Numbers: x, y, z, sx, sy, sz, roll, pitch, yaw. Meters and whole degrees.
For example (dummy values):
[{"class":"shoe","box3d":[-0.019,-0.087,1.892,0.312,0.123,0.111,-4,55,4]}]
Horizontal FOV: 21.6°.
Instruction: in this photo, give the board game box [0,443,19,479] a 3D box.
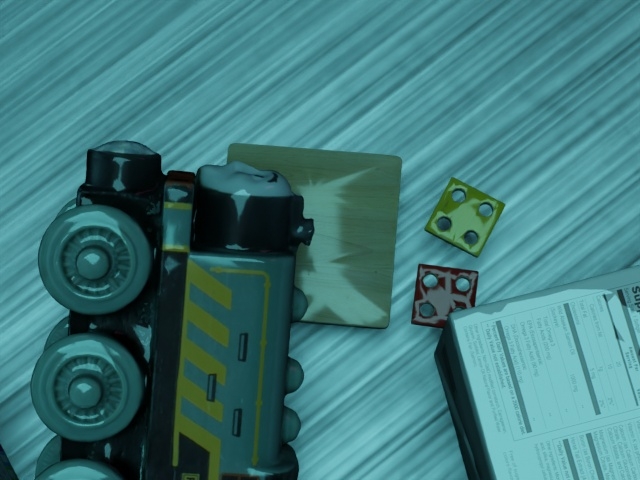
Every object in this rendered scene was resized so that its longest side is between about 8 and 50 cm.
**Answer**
[{"class":"board game box","box3d":[-0.245,0.166,1.218,0.026,0.103,0.154,-29,81,-5]}]

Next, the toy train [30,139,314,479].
[{"class":"toy train","box3d":[-0.106,0.099,1.188,0.190,0.142,0.334,4,96,-5]}]

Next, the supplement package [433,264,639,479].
[{"class":"supplement package","box3d":[0.234,0.125,1.174,0.263,0.199,0.198,-14,79,-2]}]

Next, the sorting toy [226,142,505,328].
[{"class":"sorting toy","box3d":[0.000,0.000,1.277,0.275,0.046,0.132,4,79,2]}]
